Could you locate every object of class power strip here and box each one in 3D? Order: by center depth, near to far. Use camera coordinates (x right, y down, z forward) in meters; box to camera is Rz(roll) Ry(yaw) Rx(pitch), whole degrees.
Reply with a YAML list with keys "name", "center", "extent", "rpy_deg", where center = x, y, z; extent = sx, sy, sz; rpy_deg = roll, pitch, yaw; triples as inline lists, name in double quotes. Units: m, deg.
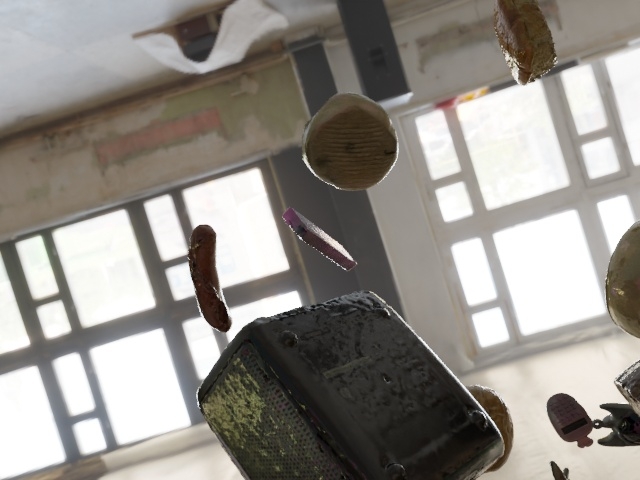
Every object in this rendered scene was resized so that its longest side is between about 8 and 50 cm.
- name: "power strip"
  center: [0.000, 0.000, 1.999]
  extent: [0.037, 0.109, 0.279]
  rpy_deg: [-46, 138, 7]

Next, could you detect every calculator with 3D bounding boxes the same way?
- name: "calculator"
  center: [0.695, 0.501, 2.017]
  extent: [0.103, 0.166, 0.024]
  rpy_deg: [-25, 148, -2]

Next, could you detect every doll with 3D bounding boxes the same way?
- name: "doll"
  center: [0.923, 0.511, 2.023]
  extent: [0.316, 0.103, 0.146]
  rpy_deg: [0, 146, 17]

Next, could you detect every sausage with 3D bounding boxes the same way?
- name: "sausage"
  center: [-0.280, 0.104, 1.821]
  extent: [0.087, 0.327, 0.079]
  rpy_deg: [5, -143, 12]

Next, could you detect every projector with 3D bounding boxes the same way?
- name: "projector"
  center: [0.057, 0.306, 1.256]
  extent: [0.395, 0.405, 0.242]
  rpy_deg: [-10, 142, -51]

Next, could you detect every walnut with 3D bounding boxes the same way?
- name: "walnut"
  center: [0.355, 0.424, 1.635]
  extent: [0.159, 0.159, 0.207]
  rpy_deg: [-17, -138, 25]

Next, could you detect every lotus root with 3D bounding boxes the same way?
- name: "lotus root"
  center: [0.600, 0.306, 1.247]
  extent: [0.074, 0.170, 0.261]
  rpy_deg: [-35, -152, 8]

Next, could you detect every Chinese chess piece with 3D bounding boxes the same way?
- name: "Chinese chess piece"
  center: [0.714, 0.081, 1.519]
  extent: [0.270, 0.270, 0.112]
  rpy_deg: [-18, -161, -33]

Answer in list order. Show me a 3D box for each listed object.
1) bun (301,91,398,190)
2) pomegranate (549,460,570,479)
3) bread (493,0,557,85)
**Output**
- name: "bun"
  center: [0.060, -0.220, 1.582]
  extent: [0.209, 0.237, 0.116]
  rpy_deg: [-13, -142, -1]
- name: "pomegranate"
  center: [0.424, 0.475, 1.188]
  extent: [0.181, 0.182, 0.224]
  rpy_deg: [-18, -138, -13]
- name: "bread"
  center: [0.525, -0.529, 1.879]
  extent: [0.121, 0.246, 0.174]
  rpy_deg: [-16, 155, 12]
